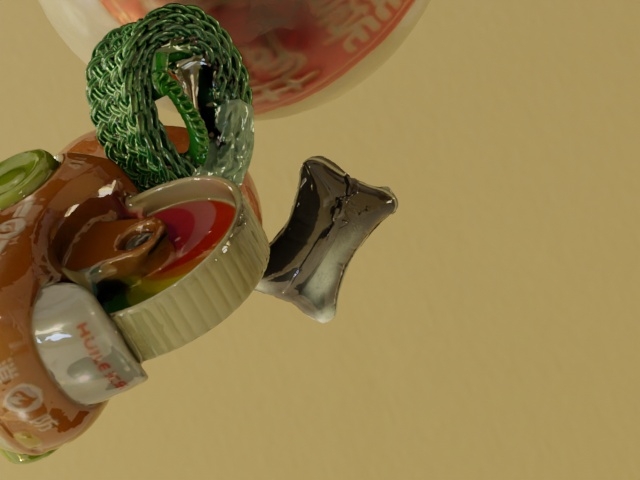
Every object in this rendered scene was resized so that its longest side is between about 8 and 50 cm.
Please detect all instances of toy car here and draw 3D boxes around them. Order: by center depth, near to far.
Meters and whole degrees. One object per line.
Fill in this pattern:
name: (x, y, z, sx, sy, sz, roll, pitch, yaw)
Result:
toy car: (-0.142, 0.031, 1.110, 0.235, 0.145, 0.235, -23, -150, 14)

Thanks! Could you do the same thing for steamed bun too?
steamed bun: (-0.068, -0.254, 1.396, 0.374, 0.241, 0.374, -4, 130, -5)

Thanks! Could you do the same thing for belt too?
belt: (-0.100, -0.097, 1.207, 0.121, 0.151, 0.079, -14, -178, -44)

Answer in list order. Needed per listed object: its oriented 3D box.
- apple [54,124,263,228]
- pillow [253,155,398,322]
apple: (-0.147, -0.014, 1.377, 0.201, 0.162, 0.201, 12, 166, 3)
pillow: (-0.001, -0.001, 1.428, 0.091, 0.055, 0.136, 17, 108, -43)
